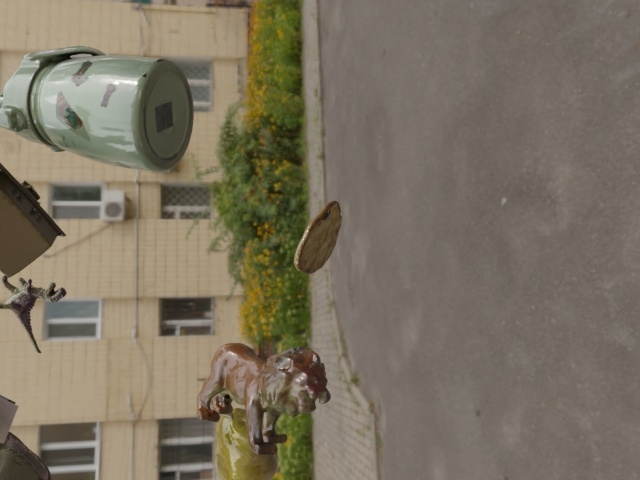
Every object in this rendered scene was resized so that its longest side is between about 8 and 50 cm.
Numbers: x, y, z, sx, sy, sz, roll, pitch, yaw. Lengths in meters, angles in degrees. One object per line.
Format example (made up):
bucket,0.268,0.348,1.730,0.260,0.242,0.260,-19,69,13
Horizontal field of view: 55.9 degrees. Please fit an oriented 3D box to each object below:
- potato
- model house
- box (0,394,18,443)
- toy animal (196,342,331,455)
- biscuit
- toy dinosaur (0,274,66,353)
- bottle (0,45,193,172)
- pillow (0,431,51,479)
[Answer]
potato,-0.183,0.522,1.459,0.172,0.140,0.301,34,138,24
model house,-0.607,-0.054,1.167,0.181,0.176,0.248,56,-176,-25
box,-0.442,0.183,0.680,0.129,0.129,0.051,65,-151,-52
toy animal,-0.096,0.217,0.906,0.312,0.097,0.158,8,79,51
biscuit,-0.005,-0.003,1.676,0.260,0.041,0.203,-44,-29,-49
toy dinosaur,-0.844,0.196,1.713,0.251,0.199,0.072,-56,15,12
bottle,-0.437,-0.255,1.159,0.229,0.351,0.229,9,-90,-73
pillow,-0.501,0.409,0.955,0.131,0.038,0.233,61,-174,-21
